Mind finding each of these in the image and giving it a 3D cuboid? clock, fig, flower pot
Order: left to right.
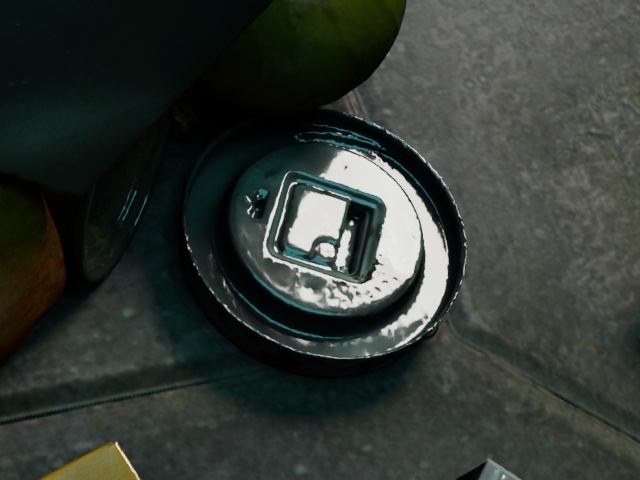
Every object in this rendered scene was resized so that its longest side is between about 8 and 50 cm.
[{"bbox_3d":[-0.178,-0.061,1.093,0.107,0.157,0.157,21,55,8],"label":"flower pot"},{"bbox_3d":[-0.030,-0.181,1.183,0.203,0.225,0.203,-4,73,13],"label":"fig"},{"bbox_3d":[0.000,0.000,1.168,0.215,0.042,0.214,8,58,-13],"label":"clock"}]

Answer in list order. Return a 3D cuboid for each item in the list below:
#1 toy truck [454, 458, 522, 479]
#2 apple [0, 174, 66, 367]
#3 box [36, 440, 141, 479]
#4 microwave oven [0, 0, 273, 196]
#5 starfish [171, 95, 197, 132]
[{"bbox_3d":[0.087,0.266,0.999,0.125,0.101,0.242,31,58,-3],"label":"toy truck"},{"bbox_3d":[-0.274,0.011,0.980,0.211,0.211,0.188,40,32,9],"label":"apple"},{"bbox_3d":[-0.190,0.286,0.802,0.284,0.259,0.214,-27,68,-29],"label":"box"},{"bbox_3d":[-0.243,-0.285,0.956,0.374,0.236,0.432,25,27,-49],"label":"microwave oven"},{"bbox_3d":[-0.158,-0.189,1.228,0.227,0.043,0.240,-35,89,-43],"label":"starfish"}]
